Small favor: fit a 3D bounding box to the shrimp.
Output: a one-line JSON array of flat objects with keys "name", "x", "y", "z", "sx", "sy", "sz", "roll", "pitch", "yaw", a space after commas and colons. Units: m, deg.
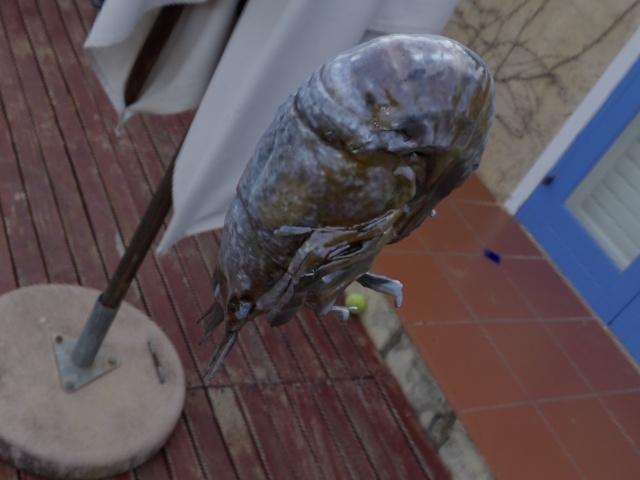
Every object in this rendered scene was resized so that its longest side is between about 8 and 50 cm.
[{"name": "shrimp", "x": -0.006, "y": -0.004, "z": 0.533, "sx": 0.145, "sy": 0.343, "sz": 0.116, "roll": -6, "pitch": 57, "yaw": -42}]
